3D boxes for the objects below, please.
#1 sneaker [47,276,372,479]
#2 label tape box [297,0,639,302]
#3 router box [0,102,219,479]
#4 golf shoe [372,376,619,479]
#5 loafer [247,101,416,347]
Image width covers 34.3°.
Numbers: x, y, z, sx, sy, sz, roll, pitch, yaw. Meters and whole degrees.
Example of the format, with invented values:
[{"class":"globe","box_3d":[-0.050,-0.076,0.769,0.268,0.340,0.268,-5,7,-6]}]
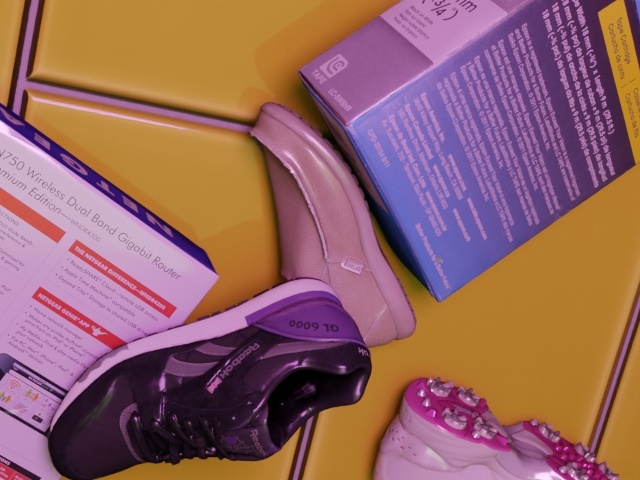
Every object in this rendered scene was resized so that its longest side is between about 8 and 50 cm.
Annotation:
[{"class":"sneaker","box_3d":[-0.093,0.136,0.863,0.283,0.124,0.107,-28,129,-4]},{"class":"label tape box","box_3d":[0.180,-0.133,0.918,0.333,0.106,0.241,-34,134,-3]},{"class":"router box","box_3d":[-0.310,0.045,0.888,0.335,0.082,0.301,38,93,-22]},{"class":"golf shoe","box_3d":[0.192,0.255,1.084,0.306,0.115,0.140,27,108,-14]},{"class":"loafer","box_3d":[0.000,0.000,0.949,0.092,0.102,0.269,-33,112,-10]}]
